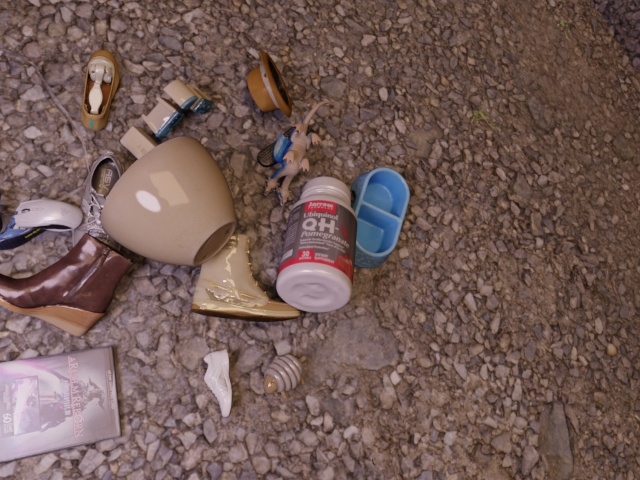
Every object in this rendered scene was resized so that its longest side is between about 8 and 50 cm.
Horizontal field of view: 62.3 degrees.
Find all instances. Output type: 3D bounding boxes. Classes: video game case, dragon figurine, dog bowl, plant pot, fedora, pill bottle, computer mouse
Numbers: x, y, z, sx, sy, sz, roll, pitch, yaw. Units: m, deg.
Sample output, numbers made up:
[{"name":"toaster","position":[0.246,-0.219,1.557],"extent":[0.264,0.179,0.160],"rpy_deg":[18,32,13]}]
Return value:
[{"name":"video game case","position":[-0.567,0.338,1.097],"extent":[0.274,0.026,0.196],"rpy_deg":[-6,76,-21]},{"name":"dragon figurine","position":[-0.070,-0.236,1.377],"extent":[0.085,0.144,0.289],"rpy_deg":[21,76,-23]},{"name":"dog bowl","position":[0.153,-0.071,1.455],"extent":[0.166,0.074,0.297],"rpy_deg":[24,68,-12]},{"name":"plant pot","position":[-0.297,-0.054,1.152],"extent":[0.191,0.284,0.284],"rpy_deg":[42,64,10]},{"name":"fedora","position":[-0.144,-0.412,1.428],"extent":[0.079,0.194,0.194],"rpy_deg":[-22,81,12]},{"name":"pill bottle","position":[0.000,0.000,1.297],"extent":[0.176,0.176,0.318],"rpy_deg":[19,50,-14]},{"name":"computer mouse","position":[-0.615,-0.062,1.132],"extent":[0.193,0.042,0.106],"rpy_deg":[1,62,-11]}]

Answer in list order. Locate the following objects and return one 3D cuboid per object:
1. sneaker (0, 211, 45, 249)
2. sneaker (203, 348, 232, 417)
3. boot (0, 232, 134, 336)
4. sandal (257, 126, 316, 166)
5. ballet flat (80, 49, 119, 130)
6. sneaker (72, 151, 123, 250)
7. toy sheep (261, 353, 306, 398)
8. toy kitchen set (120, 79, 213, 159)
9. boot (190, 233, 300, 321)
[{"name":"sneaker","position":[-0.658,-0.031,1.163],"extent":[0.144,0.053,0.059],"rpy_deg":[-39,84,-30]},{"name":"sneaker","position":[-0.233,0.328,1.210],"extent":[0.061,0.053,0.152],"rpy_deg":[-7,70,-12]},{"name":"boot","position":[-0.552,0.068,1.117],"extent":[0.248,0.090,0.207],"rpy_deg":[33,89,-23]},{"name":"sandal","position":[-0.094,-0.257,1.446],"extent":[0.179,0.040,0.067],"rpy_deg":[-32,81,-11]},{"name":"ballet flat","position":[-0.538,-0.382,1.298],"extent":[0.080,0.073,0.232],"rpy_deg":[4,72,-19]},{"name":"sneaker","position":[-0.502,-0.069,1.191],"extent":[0.105,0.115,0.281],"rpy_deg":[3,76,-19]},{"name":"toy sheep","position":[-0.083,0.315,1.249],"extent":[0.132,0.091,0.091],"rpy_deg":[-35,88,-39]},{"name":"toy kitchen set","position":[-0.363,-0.282,1.340],"extent":[0.122,0.166,0.207],"rpy_deg":[45,101,-2]},{"name":"boot","position":[-0.169,0.090,1.282],"extent":[0.262,0.095,0.203],"rpy_deg":[9,70,-15]}]
